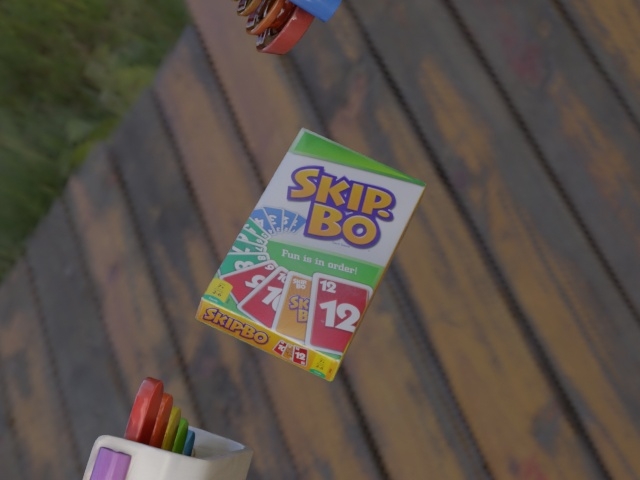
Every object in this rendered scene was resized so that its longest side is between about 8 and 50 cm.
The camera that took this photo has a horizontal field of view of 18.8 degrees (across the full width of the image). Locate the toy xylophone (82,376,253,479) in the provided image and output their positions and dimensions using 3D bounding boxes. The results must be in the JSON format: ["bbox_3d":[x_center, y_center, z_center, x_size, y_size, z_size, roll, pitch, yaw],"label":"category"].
[{"bbox_3d":[-0.131,0.243,1.552,0.323,0.081,0.236,67,-141,-77],"label":"toy xylophone"}]

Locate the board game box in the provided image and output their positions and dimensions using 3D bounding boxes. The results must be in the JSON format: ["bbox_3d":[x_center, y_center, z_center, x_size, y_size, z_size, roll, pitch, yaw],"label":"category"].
[{"bbox_3d":[0.000,0.000,1.640,0.259,0.124,0.039,-62,-5,-47],"label":"board game box"}]

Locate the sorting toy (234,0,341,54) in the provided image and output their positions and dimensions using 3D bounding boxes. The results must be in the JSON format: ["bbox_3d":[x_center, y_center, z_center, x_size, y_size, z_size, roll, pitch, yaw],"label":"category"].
[{"bbox_3d":[-0.011,-0.135,0.946,0.102,0.042,0.061,-50,20,25],"label":"sorting toy"}]
